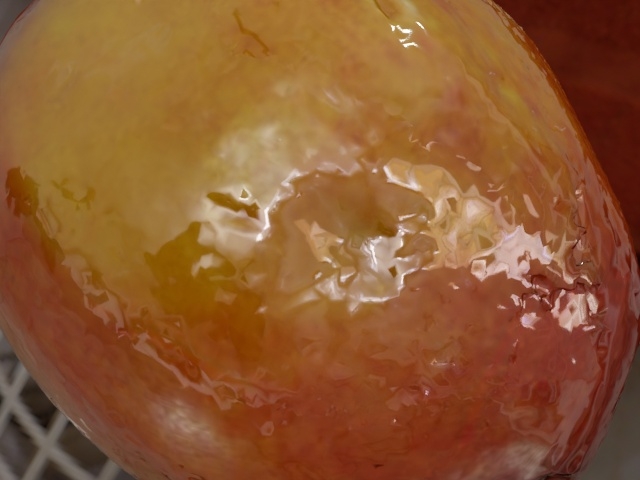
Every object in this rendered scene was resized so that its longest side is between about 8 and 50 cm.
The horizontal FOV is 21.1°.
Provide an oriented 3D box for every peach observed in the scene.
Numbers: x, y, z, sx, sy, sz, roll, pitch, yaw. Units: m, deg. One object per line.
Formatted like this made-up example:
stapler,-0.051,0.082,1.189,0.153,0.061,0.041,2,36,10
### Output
peach,0.000,0.000,0.680,0.281,0.281,0.238,39,53,18
